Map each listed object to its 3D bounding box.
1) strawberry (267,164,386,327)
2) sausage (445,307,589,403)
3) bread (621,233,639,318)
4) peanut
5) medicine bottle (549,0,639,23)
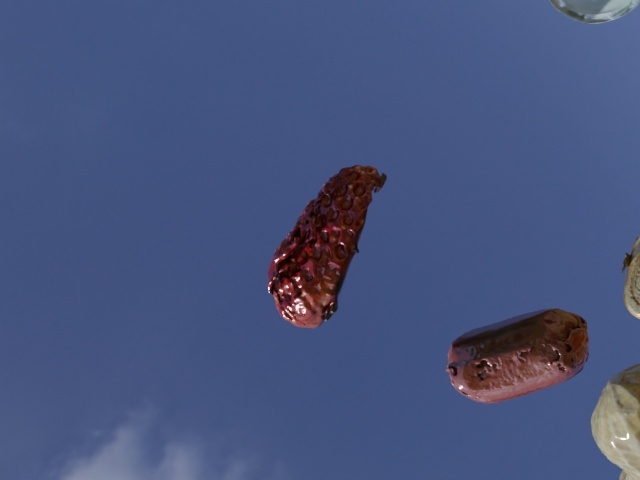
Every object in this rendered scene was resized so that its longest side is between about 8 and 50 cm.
[{"bbox_3d":[0.000,0.000,1.151,0.082,0.188,0.121,20,-163,-4],"label":"strawberry"},{"bbox_3d":[0.183,0.107,1.026,0.076,0.141,0.076,50,-153,-37],"label":"sausage"},{"bbox_3d":[0.490,0.045,1.553,0.073,0.122,0.149,18,-100,-45],"label":"bread"},{"bbox_3d":[0.438,0.276,1.476,0.120,0.136,0.298,-60,-42,-35],"label":"peanut"},{"bbox_3d":[0.291,-0.381,1.231,0.108,0.108,0.426,33,-146,-15],"label":"medicine bottle"}]
